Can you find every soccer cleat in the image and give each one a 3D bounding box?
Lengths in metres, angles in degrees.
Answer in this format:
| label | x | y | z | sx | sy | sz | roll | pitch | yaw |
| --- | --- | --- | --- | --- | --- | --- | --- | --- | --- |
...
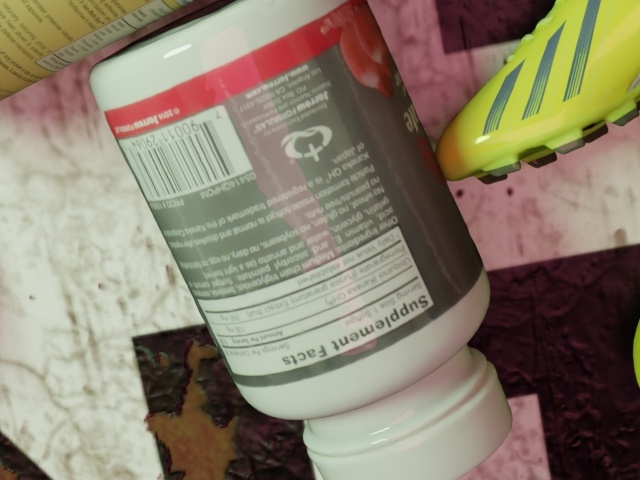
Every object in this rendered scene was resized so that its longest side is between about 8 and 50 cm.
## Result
| label | x | y | z | sx | sy | sz | roll | pitch | yaw |
| --- | --- | --- | --- | --- | --- | --- | --- | --- | --- |
| soccer cleat | 0.186 | -0.140 | 0.907 | 0.289 | 0.093 | 0.121 | -33 | 89 | 7 |

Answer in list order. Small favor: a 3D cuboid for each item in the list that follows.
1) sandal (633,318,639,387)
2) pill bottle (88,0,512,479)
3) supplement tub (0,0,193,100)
| label | x | y | z | sx | sy | sz | roll | pitch | yaw |
| --- | --- | --- | --- | --- | --- | --- | --- | --- | --- |
| sandal | 0.332 | -0.014 | 0.928 | 0.138 | 0.126 | 0.317 | 21 | 107 | -19 |
| pill bottle | 0.000 | 0.000 | 0.888 | 0.176 | 0.176 | 0.318 | -24 | 103 | 5 |
| supplement tub | -0.170 | -0.219 | 0.799 | 0.331 | 0.241 | 0.241 | -26 | 103 | 5 |
